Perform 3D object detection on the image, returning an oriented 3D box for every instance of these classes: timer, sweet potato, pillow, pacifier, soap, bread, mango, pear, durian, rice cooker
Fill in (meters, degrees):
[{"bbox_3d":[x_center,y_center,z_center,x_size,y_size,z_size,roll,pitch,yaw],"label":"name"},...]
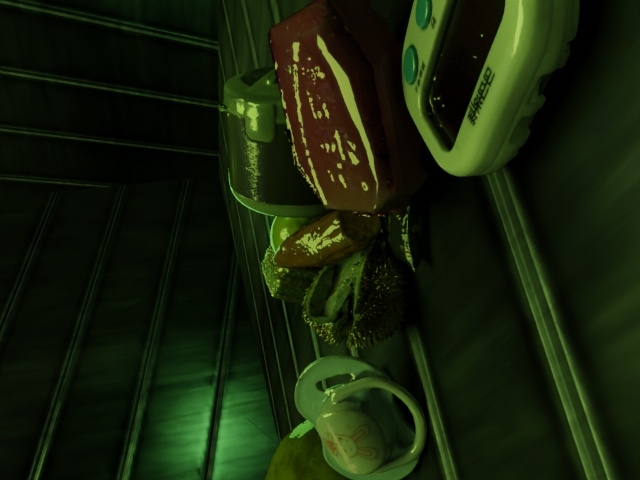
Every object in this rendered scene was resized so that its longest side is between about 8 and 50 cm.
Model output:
[{"bbox_3d":[0.175,-0.216,0.631,0.262,0.087,0.237,100,157,-49],"label":"timer"},{"bbox_3d":[0.000,0.000,1.048,0.252,0.097,0.097,-20,76,39],"label":"sweet potato"},{"bbox_3d":[0.138,-0.029,0.927,0.090,0.048,0.150,-154,57,-64],"label":"pillow"},{"bbox_3d":[0.090,0.322,1.099,0.287,0.238,0.226,59,-159,-11],"label":"pacifier"},{"bbox_3d":[0.045,-0.188,0.844,0.220,0.127,0.324,2,109,56],"label":"soap"},{"bbox_3d":[-0.037,0.081,1.369,0.102,0.196,0.138,-60,31,23],"label":"bread"},{"bbox_3d":[-0.022,-0.026,1.261,0.143,0.175,0.293,50,-172,-2],"label":"mango"},{"bbox_3d":[0.018,0.543,1.256,0.287,0.287,0.375,104,176,-54],"label":"pear"},{"bbox_3d":[0.084,0.101,1.046,0.138,0.237,0.193,44,157,-26],"label":"durian"},{"bbox_3d":[-0.046,-0.210,1.103,0.288,0.288,0.277,-123,30,-57],"label":"rice cooker"}]

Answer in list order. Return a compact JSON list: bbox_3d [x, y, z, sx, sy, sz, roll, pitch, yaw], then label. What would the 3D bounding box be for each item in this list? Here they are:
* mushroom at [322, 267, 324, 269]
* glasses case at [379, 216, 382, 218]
[{"bbox_3d":[0.052,0.101,1.190,0.148,0.112,0.148,175,90,-83],"label":"mushroom"},{"bbox_3d":[0.086,-0.103,1.024,0.051,0.081,0.204,-110,21,-44],"label":"glasses case"}]
